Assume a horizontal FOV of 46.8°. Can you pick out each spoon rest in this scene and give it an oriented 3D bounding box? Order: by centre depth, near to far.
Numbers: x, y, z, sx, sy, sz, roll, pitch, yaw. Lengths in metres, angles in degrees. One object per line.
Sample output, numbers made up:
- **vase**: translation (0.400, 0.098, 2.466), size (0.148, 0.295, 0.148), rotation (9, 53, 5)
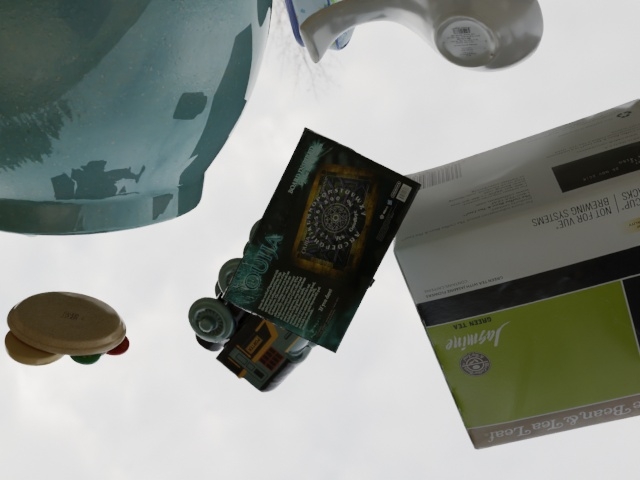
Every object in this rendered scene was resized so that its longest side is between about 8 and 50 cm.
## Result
- **spoon rest**: translation (0.114, -0.250, 0.841), size (0.277, 0.137, 0.084), rotation (7, -126, 28)

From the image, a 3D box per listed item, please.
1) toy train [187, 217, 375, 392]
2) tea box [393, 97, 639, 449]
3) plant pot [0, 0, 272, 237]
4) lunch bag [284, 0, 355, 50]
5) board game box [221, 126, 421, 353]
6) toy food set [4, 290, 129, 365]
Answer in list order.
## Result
- **toy train**: translation (-0.059, 0.081, 1.130), size (0.190, 0.142, 0.334), rotation (40, -63, -1)
- **tea box**: translation (0.298, 0.048, 0.929), size (0.329, 0.323, 0.220), rotation (-16, -156, 15)
- **plant pot**: translation (-0.174, -0.118, 0.522), size (0.293, 0.293, 0.196), rotation (8, -71, 23)
- **lunch bag**: translation (0.017, -0.413, 1.110), size (0.090, 0.176, 0.218), rotation (12, -118, 18)
- **board game box**: translation (0.000, 0.000, 0.720), size (0.126, 0.026, 0.186), rotation (27, -85, -2)
- **toy food set**: translation (-0.176, 0.061, 0.518), size (0.083, 0.083, 0.020), rotation (-128, -130, -59)
